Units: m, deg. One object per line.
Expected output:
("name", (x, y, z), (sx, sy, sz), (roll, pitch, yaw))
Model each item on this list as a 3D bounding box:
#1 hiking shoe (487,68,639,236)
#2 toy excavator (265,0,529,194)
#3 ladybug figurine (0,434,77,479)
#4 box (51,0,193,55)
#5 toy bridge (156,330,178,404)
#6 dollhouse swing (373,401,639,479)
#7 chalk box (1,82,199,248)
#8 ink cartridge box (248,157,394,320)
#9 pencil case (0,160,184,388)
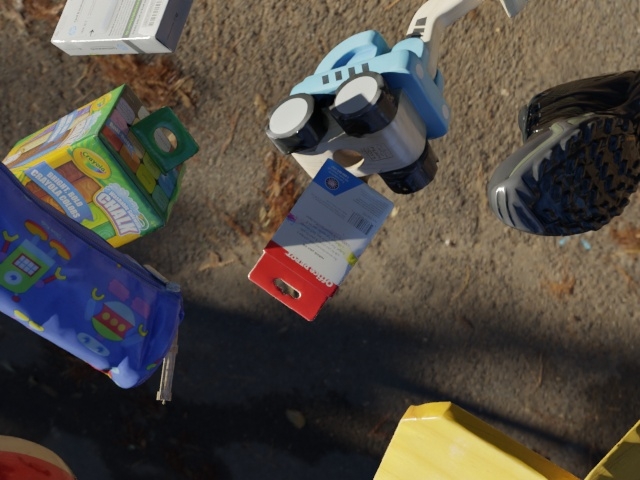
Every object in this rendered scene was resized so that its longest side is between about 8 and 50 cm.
("hiking shoe", (0.195, -0.072, 0.614), (0.114, 0.227, 0.086), (11, 125, 53))
("toy excavator", (0.153, -0.323, 1.430), (0.433, 0.445, 0.222), (-9, 143, 33))
("ladybug figurine", (-0.502, 0.441, 1.123), (0.162, 0.305, 0.449), (25, 180, 34))
("box", (-0.231, -0.296, 0.942), (0.186, 0.145, 0.038), (7, 164, 33))
("toy bridge", (-0.265, 0.193, 1.372), (0.026, 0.188, 0.063), (7, 166, -12))
("dollhouse swing", (0.280, 0.305, 0.977), (0.305, 0.315, 0.347), (40, 139, 26))
("chalk box", (-0.332, -0.105, 1.204), (0.289, 0.179, 0.180), (-23, 121, 18))
("ink cartridge box", (0.000, 0.000, 1.261), (0.134, 0.078, 0.231), (35, 89, -1))
("pencil case", (-0.274, 0.030, 0.802), (0.133, 0.119, 0.306), (-46, 119, 7))
